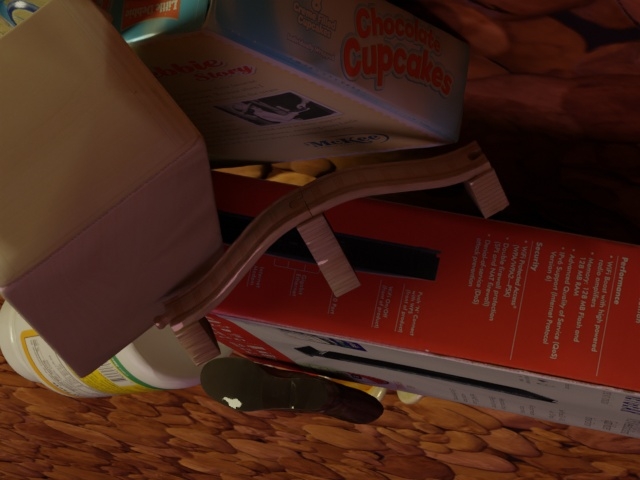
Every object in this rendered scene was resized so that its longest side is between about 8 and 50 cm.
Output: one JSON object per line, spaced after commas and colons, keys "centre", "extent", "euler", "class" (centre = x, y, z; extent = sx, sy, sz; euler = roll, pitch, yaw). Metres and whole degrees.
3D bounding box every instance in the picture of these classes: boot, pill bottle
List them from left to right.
{"centre": [-0.162, 0.061, 1.320], "extent": [0.118, 0.117, 0.208], "euler": [27, 157, -32], "class": "pill bottle"}
{"centre": [-0.019, 0.111, 1.247], "extent": [0.106, 0.037, 0.114], "euler": [11, 177, 23], "class": "boot"}

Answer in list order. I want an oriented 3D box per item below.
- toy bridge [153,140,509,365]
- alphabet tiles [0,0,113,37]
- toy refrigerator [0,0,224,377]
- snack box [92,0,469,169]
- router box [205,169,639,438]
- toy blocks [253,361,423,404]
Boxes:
{"centre": [0.000, 0.000, 0.865], "extent": [0.188, 0.026, 0.063], "euler": [-27, 136, 2], "class": "toy bridge"}
{"centre": [-0.254, -0.142, 0.811], "extent": [0.285, 0.011, 0.342], "euler": [37, 147, -13], "class": "alphabet tiles"}
{"centre": [-0.115, -0.017, 0.799], "extent": [0.094, 0.102, 0.269], "euler": [51, 172, 8], "class": "toy refrigerator"}
{"centre": [-0.105, -0.088, 0.910], "extent": [0.322, 0.060, 0.187], "euler": [-4, 165, 41], "class": "snack box"}
{"centre": [0.076, 0.048, 1.078], "extent": [0.301, 0.082, 0.335], "euler": [10, 172, 11], "class": "router box"}
{"centre": [0.002, 0.085, 1.369], "extent": [0.148, 0.054, 0.123], "euler": [23, 160, -24], "class": "toy blocks"}
